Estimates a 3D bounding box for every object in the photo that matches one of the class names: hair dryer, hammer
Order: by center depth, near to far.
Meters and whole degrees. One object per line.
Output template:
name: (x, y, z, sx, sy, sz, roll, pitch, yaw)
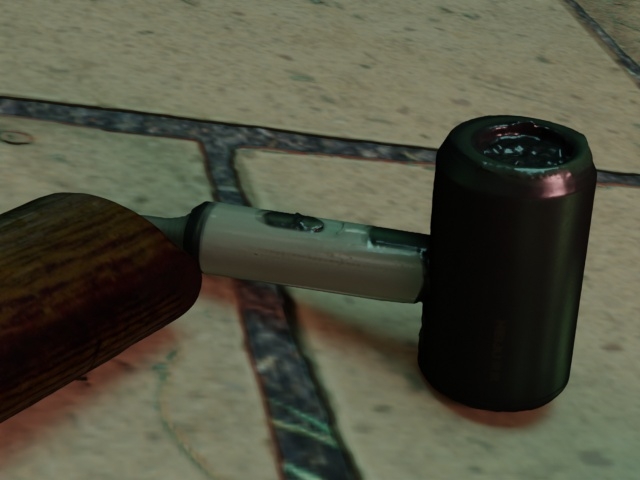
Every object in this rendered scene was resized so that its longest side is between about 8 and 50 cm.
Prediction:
hammer: (-0.163, 0.057, 0.264, 0.242, 0.095, 0.409, 26, 30, 17)
hair dryer: (0.000, 0.000, 0.447, 0.197, 0.100, 0.057, 6, 28, 13)
